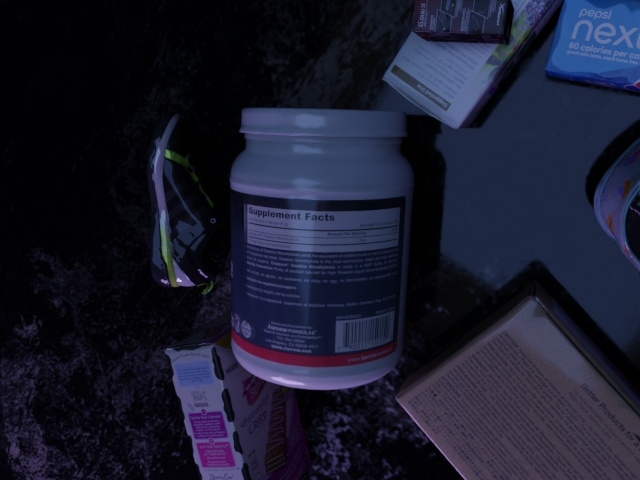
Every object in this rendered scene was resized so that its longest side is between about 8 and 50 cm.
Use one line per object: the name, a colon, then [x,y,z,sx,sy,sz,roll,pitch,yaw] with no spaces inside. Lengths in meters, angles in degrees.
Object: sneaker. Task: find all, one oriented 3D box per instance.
sneaker: [-0.166,-0.047,0.741,0.097,0.084,0.234,2,103,-3]

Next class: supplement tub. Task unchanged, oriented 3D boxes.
supplement tub: [0.000,0.000,0.606,0.191,0.191,0.272,6,103,21]

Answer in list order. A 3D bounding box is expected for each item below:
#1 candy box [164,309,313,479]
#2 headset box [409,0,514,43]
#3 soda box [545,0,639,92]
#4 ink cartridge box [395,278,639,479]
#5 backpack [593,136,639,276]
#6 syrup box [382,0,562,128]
candy box: [-0.091,0.213,0.705,0.071,0.159,0.233,-12,97,22]
headset box: [0.119,-0.189,0.486,0.083,0.062,0.032,11,104,21]
soda box: [0.319,-0.167,0.511,0.210,0.067,0.071,17,106,19]
ink cartridge box: [0.232,0.192,0.608,0.193,0.088,0.234,-43,83,22]
backpack: [0.339,-0.024,0.483,0.188,0.144,0.166,36,115,-13]
syrup box: [0.170,-0.228,0.544,0.096,0.093,0.236,38,112,11]
